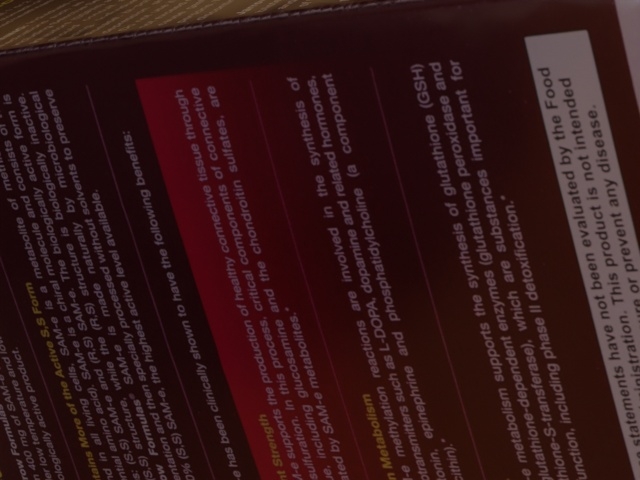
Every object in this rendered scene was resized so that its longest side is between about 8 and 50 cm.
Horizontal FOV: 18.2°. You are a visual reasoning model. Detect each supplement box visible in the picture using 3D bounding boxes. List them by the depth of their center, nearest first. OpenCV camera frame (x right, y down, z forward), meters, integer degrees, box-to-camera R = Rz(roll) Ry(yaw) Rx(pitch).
[{"bbox_3d":[0.000,0.000,0.465,0.073,0.239,0.130,-39,119,-49],"label":"supplement box"}]
